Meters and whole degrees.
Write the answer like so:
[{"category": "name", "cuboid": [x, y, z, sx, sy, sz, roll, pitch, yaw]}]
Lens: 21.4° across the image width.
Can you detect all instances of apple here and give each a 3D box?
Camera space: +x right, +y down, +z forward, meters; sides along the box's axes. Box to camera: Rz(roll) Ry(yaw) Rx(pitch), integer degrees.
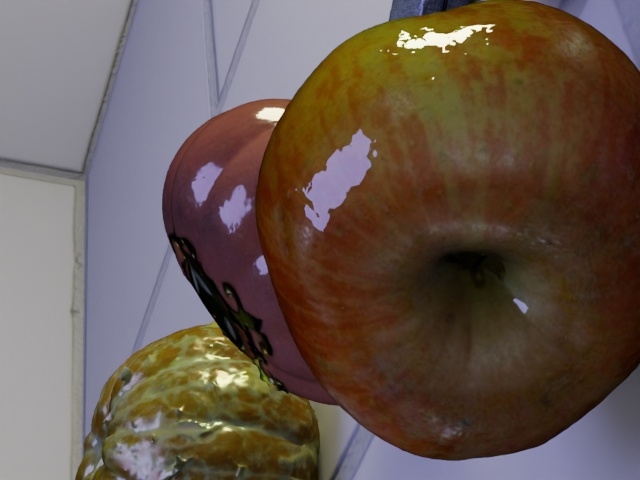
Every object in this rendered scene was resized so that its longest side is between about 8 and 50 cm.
[{"category": "apple", "cuboid": [0.101, -0.020, 1.145, 0.301, 0.302, 0.301, -170, 90, -74]}]

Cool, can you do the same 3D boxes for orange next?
[{"category": "orange", "cuboid": [-0.139, 0.252, 1.876, 0.329, 0.249, 0.329, -49, 33, 47]}]

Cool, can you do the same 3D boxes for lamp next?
[{"category": "lamp", "cuboid": [0.000, 0.000, 1.550, 0.305, 0.240, 0.305, 48, 165, 18]}]

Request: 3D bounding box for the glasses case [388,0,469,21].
[{"category": "glasses case", "cuboid": [0.104, -0.224, 1.639, 0.109, 0.067, 0.282, -153, 71, -77]}]
